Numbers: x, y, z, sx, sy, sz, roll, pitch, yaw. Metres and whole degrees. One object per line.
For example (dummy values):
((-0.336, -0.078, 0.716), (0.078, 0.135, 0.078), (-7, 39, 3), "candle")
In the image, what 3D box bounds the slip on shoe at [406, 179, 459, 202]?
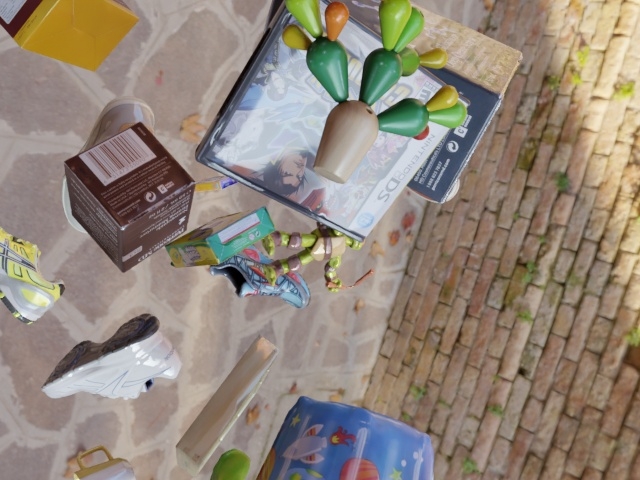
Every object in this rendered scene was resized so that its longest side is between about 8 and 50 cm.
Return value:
((0.162, -0.202, 1.244), (0.123, 0.331, 0.101), (-51, 168, 34), "slip on shoe")

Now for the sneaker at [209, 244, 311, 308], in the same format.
((-0.149, 0.103, 1.349), (0.125, 0.261, 0.104), (-60, -177, -40), "sneaker")

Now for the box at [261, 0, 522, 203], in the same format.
((0.123, -0.294, 1.027), (0.293, 0.395, 0.212), (-52, 167, -52), "box")

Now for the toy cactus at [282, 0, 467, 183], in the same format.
((0.039, -0.143, 0.534), (0.219, 0.112, 0.181), (31, 82, -37), "toy cactus")

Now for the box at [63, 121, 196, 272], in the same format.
((-0.361, -0.079, 1.087), (0.168, 0.167, 0.203), (-39, 171, -30), "box")

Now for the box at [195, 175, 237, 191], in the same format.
((-0.305, -0.167, 1.654), (0.081, 0.136, 0.028), (-37, 117, -54), "box")

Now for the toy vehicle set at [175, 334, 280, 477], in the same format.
((-0.136, 0.244, 0.804), (0.166, 0.035, 0.267), (-53, 175, -28), "toy vehicle set")

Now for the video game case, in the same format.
((0.018, -0.147, 0.740), (0.274, 0.035, 0.248), (25, 114, -27), "video game case")

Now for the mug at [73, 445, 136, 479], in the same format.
((-0.278, 0.306, 0.733), (0.064, 0.062, 0.078), (-19, 85, -35), "mug")

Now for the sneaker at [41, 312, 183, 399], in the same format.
((-0.380, 0.240, 1.021), (0.129, 0.296, 0.111), (56, 27, -23), "sneaker")

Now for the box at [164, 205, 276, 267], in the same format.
((-0.153, -0.002, 0.826), (0.105, 0.179, 0.043), (-33, 103, -33), "box")

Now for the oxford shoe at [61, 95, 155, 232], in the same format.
((-0.516, -0.147, 1.377), (0.169, 0.130, 0.449), (4, 142, -39), "oxford shoe")

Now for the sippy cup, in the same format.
((0.017, 0.296, 0.601), (0.240, 0.305, 0.224), (97, 11, -66), "sippy cup")

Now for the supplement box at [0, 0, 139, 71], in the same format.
((-0.442, -0.405, 0.921), (0.129, 0.194, 0.191), (-43, 177, 12), "supplement box")

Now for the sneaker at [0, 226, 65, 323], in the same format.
((-0.833, 0.030, 1.498), (0.147, 0.145, 0.385), (-37, 106, -21), "sneaker")

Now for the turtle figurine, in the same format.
((0.000, 0.000, 1.065), (0.217, 0.087, 0.270), (-11, 137, -19), "turtle figurine")
